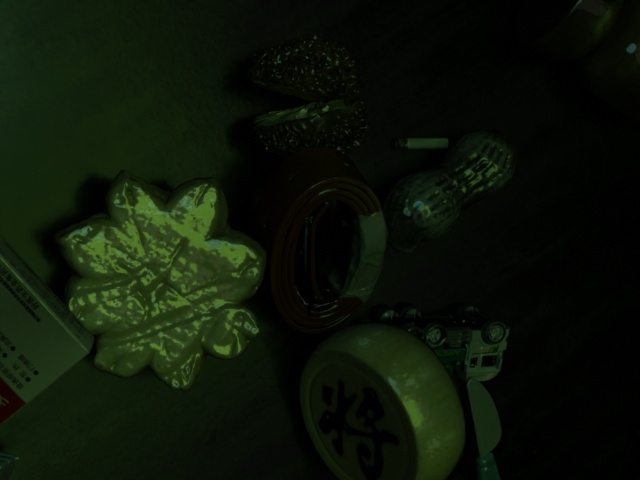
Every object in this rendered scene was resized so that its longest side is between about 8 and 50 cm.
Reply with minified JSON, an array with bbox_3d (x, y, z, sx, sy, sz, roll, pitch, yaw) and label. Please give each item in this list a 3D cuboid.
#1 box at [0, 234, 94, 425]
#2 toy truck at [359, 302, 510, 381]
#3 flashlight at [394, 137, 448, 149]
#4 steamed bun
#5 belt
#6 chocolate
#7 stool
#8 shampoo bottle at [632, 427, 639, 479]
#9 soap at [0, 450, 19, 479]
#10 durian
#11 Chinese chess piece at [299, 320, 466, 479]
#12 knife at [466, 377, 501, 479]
[{"bbox_3d":[-0.481,0.070,1.589,0.214,0.069,0.353,-39,101,6],"label":"box"},{"bbox_3d":[0.169,0.163,1.893,0.216,0.110,0.116,0,105,-23],"label":"toy truck"},{"bbox_3d":[0.152,-0.146,1.917,0.083,0.018,0.018,-2,94,-22],"label":"flashlight"},{"bbox_3d":[-0.215,0.042,1.707,0.295,0.137,0.292,19,95,-6],"label":"steamed bun"},{"bbox_3d":[0.000,0.000,1.760,0.184,0.105,0.261,-15,127,-17],"label":"belt"},{"bbox_3d":[0.188,-0.078,1.888,0.248,0.110,0.110,-37,105,-20],"label":"chocolate"},{"bbox_3d":[0.456,-0.308,1.952,0.264,0.179,0.179,30,80,-20],"label":"stool"},{"bbox_3d":[0.586,0.447,2.093,0.098,0.071,0.309,-22,98,-17],"label":"shampoo bottle"},{"bbox_3d":[-0.472,0.294,1.628,0.149,0.100,0.056,11,94,3],"label":"soap"},{"bbox_3d":[-0.009,-0.199,1.790,0.196,0.167,0.196,-19,120,-36],"label":"durian"},{"bbox_3d":[0.084,0.241,1.776,0.104,0.257,0.257,-25,102,-37],"label":"Chinese chess piece"},{"bbox_3d":[0.254,0.308,1.932,0.058,0.032,0.244,-20,117,-25],"label":"knife"}]
